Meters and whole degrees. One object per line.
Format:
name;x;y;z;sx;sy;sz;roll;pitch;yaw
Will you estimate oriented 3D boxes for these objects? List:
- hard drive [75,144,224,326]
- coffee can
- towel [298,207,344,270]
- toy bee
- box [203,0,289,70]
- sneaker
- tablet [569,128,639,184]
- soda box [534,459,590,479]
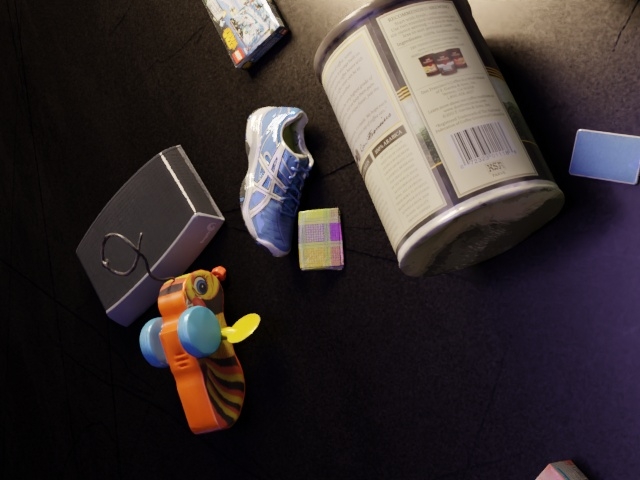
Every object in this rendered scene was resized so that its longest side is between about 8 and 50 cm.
hard drive;-0.268;-0.007;1.617;0.255;0.054;0.172;-45;62;25
coffee can;0.132;-0.124;1.238;0.201;0.201;0.275;-34;67;30
towel;0.000;0.000;1.430;0.060;0.009;0.083;-5;83;8
toy bee;-0.166;0.107;1.491;0.195;0.162;0.298;6;114;29
box;-0.110;-0.328;1.548;0.094;0.027;0.137;-38;64;26
sneaker;-0.056;-0.084;1.451;0.081;0.080;0.211;-8;82;39
tablet;0.325;-0.095;1.213;0.083;0.006;0.054;13;94;38
soda box;0.303;0.325;1.156;0.183;0.058;0.063;47;112;31
